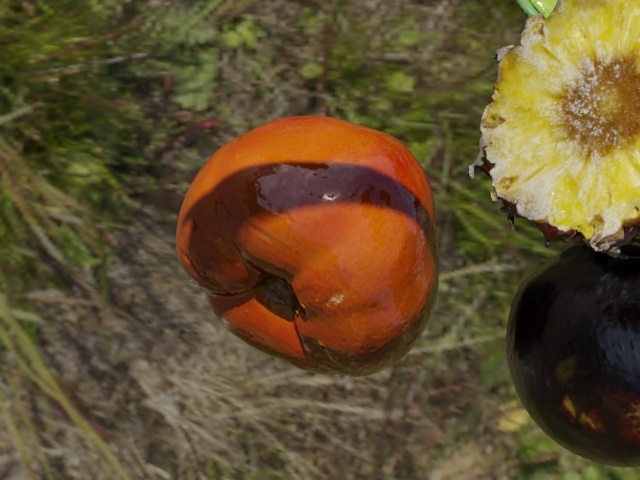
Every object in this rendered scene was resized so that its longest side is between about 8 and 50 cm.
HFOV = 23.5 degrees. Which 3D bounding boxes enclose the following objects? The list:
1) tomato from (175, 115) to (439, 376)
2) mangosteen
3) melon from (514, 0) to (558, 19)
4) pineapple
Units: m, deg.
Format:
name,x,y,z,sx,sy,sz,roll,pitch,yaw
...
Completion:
name,x,y,z,sx,sy,sz,roll,pitch,yaw
tomato,-0.004,-0.001,1.350,0.260,0.260,0.180,56,50,-26
mangosteen,0.261,0.043,1.249,0.231,0.231,0.289,-16,107,-31
melon,0.332,-0.234,1.492,0.169,0.265,0.129,-13,89,-70
pineapple,0.200,-0.089,1.031,0.047,0.221,0.221,26,81,-49
